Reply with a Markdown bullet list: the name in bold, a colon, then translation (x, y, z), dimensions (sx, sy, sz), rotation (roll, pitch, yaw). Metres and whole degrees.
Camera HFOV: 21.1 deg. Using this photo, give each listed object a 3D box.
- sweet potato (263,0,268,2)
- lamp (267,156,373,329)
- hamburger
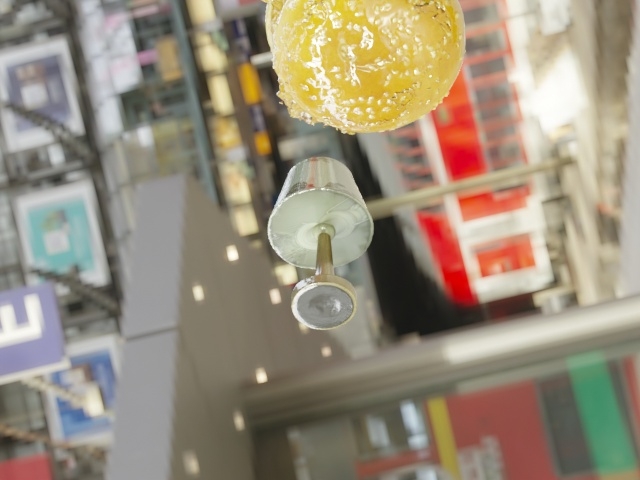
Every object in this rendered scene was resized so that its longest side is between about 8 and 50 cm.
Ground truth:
- **sweet potato**: translation (-0.068, -0.339, 1.598), dimensions (0.077, 0.077, 0.244), rotation (-68, -30, -80)
- **lamp**: translation (0.000, 0.000, 1.933), dimensions (0.215, 0.121, 0.121), rotation (-89, -15, -49)
- **hamburger**: translation (0.035, -0.181, 1.553), dimensions (0.182, 0.191, 0.118), rotation (44, -162, -17)
